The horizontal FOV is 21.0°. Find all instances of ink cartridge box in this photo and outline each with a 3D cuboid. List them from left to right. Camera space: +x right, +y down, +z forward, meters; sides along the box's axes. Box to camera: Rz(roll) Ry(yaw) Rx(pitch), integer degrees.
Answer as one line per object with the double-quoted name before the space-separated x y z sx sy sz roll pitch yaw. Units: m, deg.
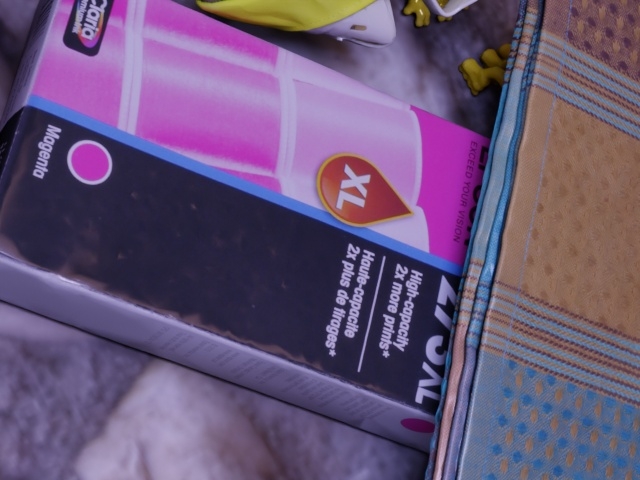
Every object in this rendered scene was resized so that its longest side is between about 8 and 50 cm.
"ink cartridge box" 0.000 0.000 0.947 0.371 0.069 0.176 22 64 -21

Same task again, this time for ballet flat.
"ballet flat" 0.042 -0.153 0.965 0.231 0.077 0.077 -28 117 -18

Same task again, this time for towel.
"towel" 0.183 0.045 0.982 0.271 0.040 0.370 25 68 -33

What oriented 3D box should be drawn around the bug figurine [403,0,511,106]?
"bug figurine" 0.155 -0.162 1.073 0.216 0.072 0.279 -29 87 -31
